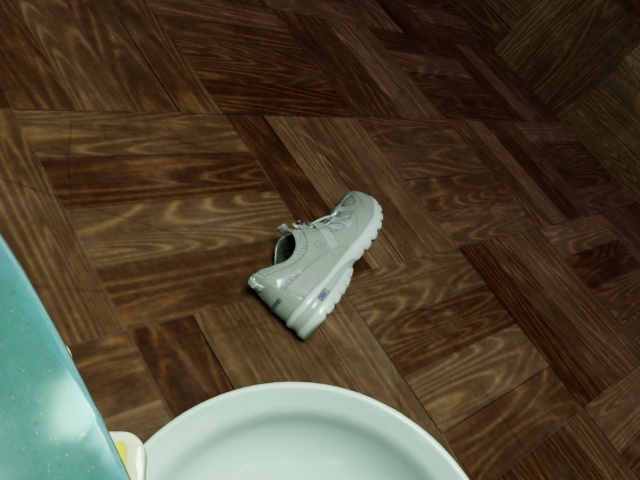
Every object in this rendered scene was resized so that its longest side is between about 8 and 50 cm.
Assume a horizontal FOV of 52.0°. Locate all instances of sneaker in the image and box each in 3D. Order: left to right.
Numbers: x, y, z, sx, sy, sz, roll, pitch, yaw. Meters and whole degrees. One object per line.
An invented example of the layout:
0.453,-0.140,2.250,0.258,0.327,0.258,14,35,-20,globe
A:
0.000,0.000,0.875,0.115,0.105,0.281,37,36,-4,sneaker

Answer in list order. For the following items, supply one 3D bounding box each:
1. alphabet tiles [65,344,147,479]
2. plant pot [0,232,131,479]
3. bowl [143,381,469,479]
-0.257,0.191,0.405,0.284,0.021,0.277,4,63,-12,alphabet tiles
-0.262,0.146,0.245,0.334,0.341,0.341,-26,66,-16,plant pot
-0.019,0.262,0.494,0.298,0.134,0.297,-1,71,2,bowl
